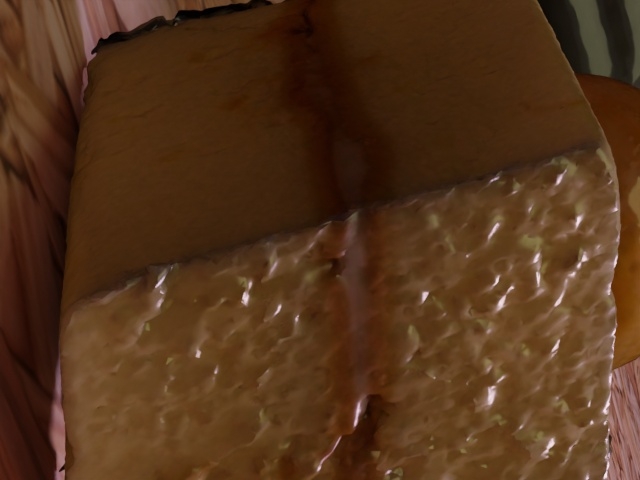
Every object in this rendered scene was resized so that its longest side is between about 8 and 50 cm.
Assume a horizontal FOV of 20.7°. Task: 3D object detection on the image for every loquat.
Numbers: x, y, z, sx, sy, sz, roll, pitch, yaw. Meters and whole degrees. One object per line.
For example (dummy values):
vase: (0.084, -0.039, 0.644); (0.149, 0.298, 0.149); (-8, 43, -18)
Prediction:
loquat: (0.180, -0.014, 1.391); (0.263, 0.263, 0.263); (-10, 90, -74)

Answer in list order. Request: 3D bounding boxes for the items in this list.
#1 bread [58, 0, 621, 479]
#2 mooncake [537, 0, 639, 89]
bread: (0.000, 0.000, 1.059); (0.405, 0.345, 0.242); (-113, -161, -60)
mooncake: (0.170, -0.194, 1.639); (0.351, 0.351, 0.187); (-45, 121, -71)
